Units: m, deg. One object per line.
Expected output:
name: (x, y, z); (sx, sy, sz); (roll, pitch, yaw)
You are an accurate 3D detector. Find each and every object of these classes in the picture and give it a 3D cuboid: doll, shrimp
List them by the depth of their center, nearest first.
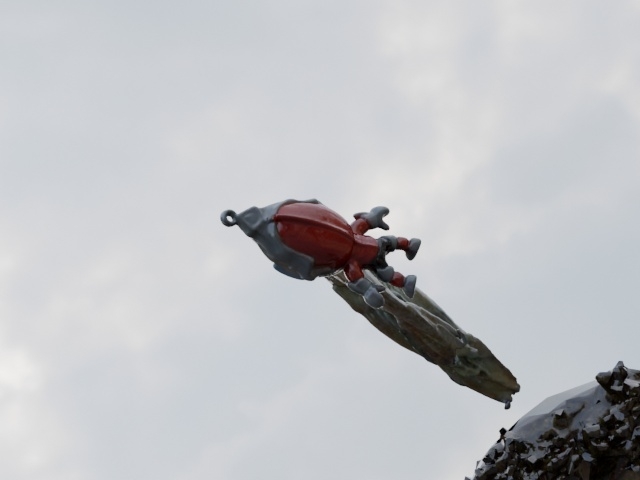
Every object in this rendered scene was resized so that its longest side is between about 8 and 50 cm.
doll: (0.000, 0.000, 0.894); (0.039, 0.114, 0.057); (171, 113, -75)
shrimp: (0.077, 0.065, 1.336); (0.047, 0.223, 0.126); (-54, 11, -1)

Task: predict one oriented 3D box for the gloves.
gloves: (0.204, 0.178, 1.032); (0.210, 0.135, 0.312); (-36, -54, 16)
